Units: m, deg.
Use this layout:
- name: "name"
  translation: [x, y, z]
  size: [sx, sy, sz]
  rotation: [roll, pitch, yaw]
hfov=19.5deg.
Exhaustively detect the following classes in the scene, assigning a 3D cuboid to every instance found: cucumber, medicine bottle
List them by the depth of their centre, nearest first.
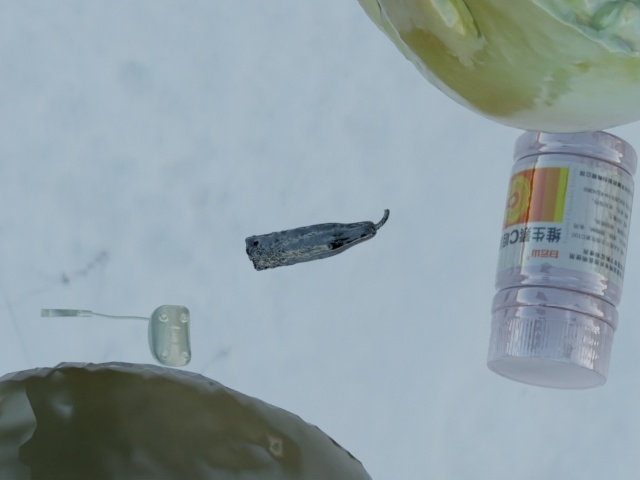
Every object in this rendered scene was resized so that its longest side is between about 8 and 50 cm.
- name: "medicine bottle"
  translation: [0.247, 0.018, 1.902]
  size: [0.133, 0.133, 0.249]
  rotation: [11, 74, -3]
- name: "cucumber"
  translation: [0.000, 0.000, 1.925]
  size: [0.163, 0.039, 0.043]
  rotation: [-9, 94, 22]

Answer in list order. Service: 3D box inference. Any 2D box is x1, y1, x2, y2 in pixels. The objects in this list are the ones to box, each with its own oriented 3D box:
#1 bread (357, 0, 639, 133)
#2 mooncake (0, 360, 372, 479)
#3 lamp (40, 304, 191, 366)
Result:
- name: "bread"
  translation: [0.092, -0.200, 0.636]
  size: [0.160, 0.333, 0.333]
  rotation: [11, 76, -13]
- name: "mooncake"
  translation: [-0.138, 0.271, 1.103]
  size: [0.394, 0.246, 0.393]
  rotation: [-17, 120, 9]
- name: "lamp"
  translation: [-0.196, 0.086, 1.753]
  size: [0.050, 0.198, 0.056]
  rotation: [2, 89, -43]
